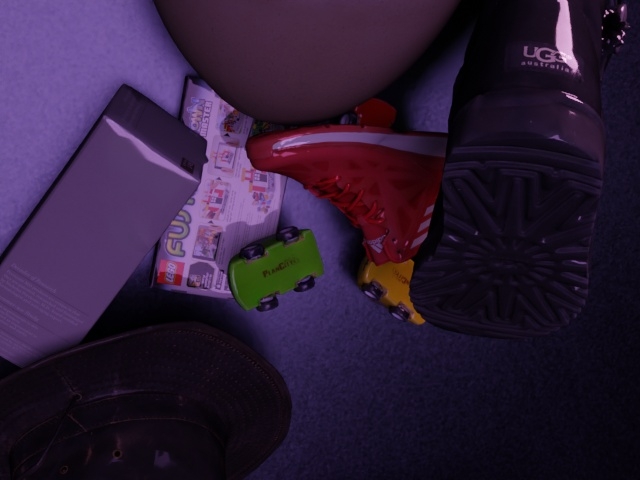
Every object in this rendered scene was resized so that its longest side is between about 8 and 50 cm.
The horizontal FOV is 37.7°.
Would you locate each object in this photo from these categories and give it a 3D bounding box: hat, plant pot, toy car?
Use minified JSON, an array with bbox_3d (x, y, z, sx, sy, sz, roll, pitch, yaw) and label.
[{"bbox_3d":[-0.173,0.226,0.842,0.332,0.134,0.331,-10,132,-12],"label":"hat"},{"bbox_3d":[-0.021,-0.211,0.800,0.284,0.284,0.191,1,138,-12],"label":"plant pot"},{"bbox_3d":[0.000,0.000,0.907,0.225,0.053,0.239,-25,106,-28],"label":"toy car"}]

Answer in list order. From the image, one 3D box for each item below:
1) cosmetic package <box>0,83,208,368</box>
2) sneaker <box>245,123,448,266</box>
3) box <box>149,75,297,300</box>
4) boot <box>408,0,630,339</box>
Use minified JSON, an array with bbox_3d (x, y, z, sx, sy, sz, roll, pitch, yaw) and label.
[{"bbox_3d":[-0.205,-0.009,0.827,0.107,0.127,0.238,32,104,-15],"label":"cosmetic package"},{"bbox_3d":[0.036,-0.037,0.845,0.221,0.087,0.128,-2,93,-31],"label":"sneaker"},{"bbox_3d":[-0.093,-0.048,0.913,0.114,0.036,0.206,10,99,-14],"label":"box"},{"bbox_3d":[0.192,-0.173,0.831,0.146,0.367,0.445,11,63,4],"label":"boot"}]
